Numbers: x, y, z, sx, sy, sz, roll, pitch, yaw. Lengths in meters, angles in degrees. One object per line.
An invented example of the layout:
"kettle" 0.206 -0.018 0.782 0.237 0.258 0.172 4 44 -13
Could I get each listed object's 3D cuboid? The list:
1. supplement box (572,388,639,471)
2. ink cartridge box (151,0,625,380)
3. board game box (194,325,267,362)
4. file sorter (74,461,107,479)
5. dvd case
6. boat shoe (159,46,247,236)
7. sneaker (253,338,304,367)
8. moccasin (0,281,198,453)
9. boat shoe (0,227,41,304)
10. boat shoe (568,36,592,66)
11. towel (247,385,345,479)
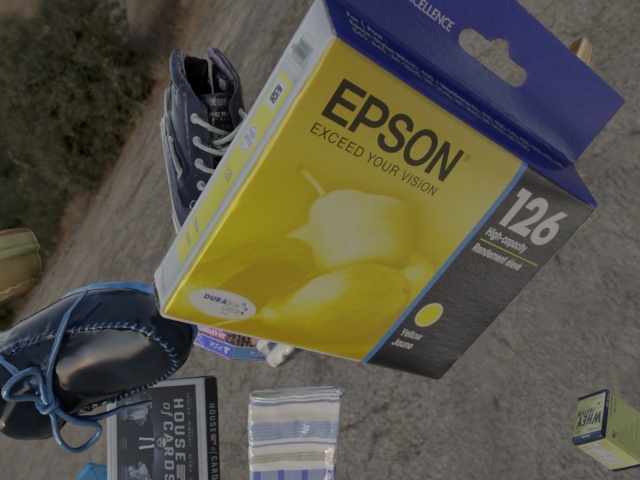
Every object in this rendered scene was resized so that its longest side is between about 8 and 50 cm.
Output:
"supplement box" 0.438 0.287 0.872 0.056 0.083 0.083 -49 8 51
"ink cartridge box" 0.078 -0.034 0.452 0.307 0.304 0.072 -54 36 22
"board game box" -0.174 0.087 1.217 0.232 0.141 0.290 9 85 44
"file sorter" -0.468 0.568 1.193 0.104 0.118 0.170 34 85 38
"dvd case" -0.236 0.296 0.845 0.239 0.030 0.179 -14 74 37
"boat shoe" -0.135 -0.096 0.737 0.340 0.127 0.158 63 152 28
"sneaker" 0.000 0.000 0.600 0.281 0.115 0.105 -51 -13 11
"moccasin" -0.261 0.143 0.551 0.342 0.137 0.116 -23 26 29
"boat shoe" -0.282 0.092 0.341 0.285 0.089 0.104 -34 5 -4
"boat shoe" 0.390 -0.230 0.897 0.063 0.059 0.170 178 114 -82
"towel" -0.057 0.446 1.288 0.034 0.209 0.284 -107 19 -64
